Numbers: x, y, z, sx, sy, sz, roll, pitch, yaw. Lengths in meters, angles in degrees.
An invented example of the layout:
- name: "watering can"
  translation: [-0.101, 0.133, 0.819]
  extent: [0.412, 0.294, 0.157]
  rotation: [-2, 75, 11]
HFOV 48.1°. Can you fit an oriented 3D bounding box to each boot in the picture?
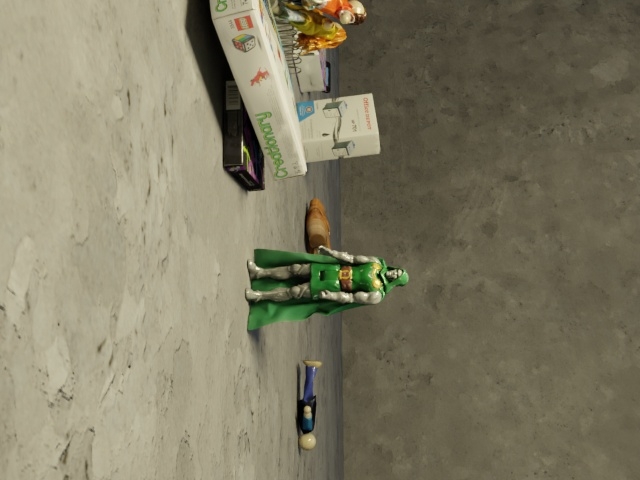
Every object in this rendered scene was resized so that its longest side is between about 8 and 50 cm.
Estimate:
- name: "boot"
  translation: [0.000, 0.000, 1.902]
  extent: [0.152, 0.072, 0.197]
  rotation: [-93, 180, -49]

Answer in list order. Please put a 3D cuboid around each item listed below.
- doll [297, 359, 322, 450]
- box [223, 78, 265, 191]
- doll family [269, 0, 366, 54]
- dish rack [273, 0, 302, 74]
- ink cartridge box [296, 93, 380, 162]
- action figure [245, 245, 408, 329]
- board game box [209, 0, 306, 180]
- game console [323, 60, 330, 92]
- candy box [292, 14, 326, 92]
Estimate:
- name: "doll"
  translation: [-0.026, 0.355, 1.545]
  extent: [0.129, 0.046, 0.189]
  rotation: [122, -28, -82]
- name: "box"
  translation: [-0.103, -0.140, 0.989]
  extent: [0.162, 0.029, 0.116]
  rotation: [60, 28, -81]
- name: "doll family"
  translation: [-0.037, -0.368, 1.077]
  extent: [0.163, 0.118, 0.263]
  rotation: [12, 39, -45]
- name: "dish rack"
  translation: [-0.070, -0.384, 1.243]
  extent: [0.208, 0.074, 0.272]
  rotation: [76, 13, -63]
- name: "ink cartridge box"
  translation: [0.043, -0.274, 1.751]
  extent: [0.082, 0.190, 0.140]
  rotation: [78, 5, -55]
- name: "action figure"
  translation: [0.010, 0.057, 1.035]
  extent: [0.063, 0.232, 0.137]
  rotation: [78, 10, -60]
- name: "board game box"
  translation: [-0.079, -0.241, 0.915]
  extent: [0.305, 0.053, 0.193]
  rotation: [72, 7, -59]
- name: "game console"
  translation: [-0.009, -0.495, 2.038]
  extent: [0.071, 0.107, 0.122]
  rotation: [129, -31, -52]
- name: "candy box"
  translation: [-0.027, -0.503, 1.816]
  extent: [0.165, 0.070, 0.196]
  rotation: [74, 15, -69]
